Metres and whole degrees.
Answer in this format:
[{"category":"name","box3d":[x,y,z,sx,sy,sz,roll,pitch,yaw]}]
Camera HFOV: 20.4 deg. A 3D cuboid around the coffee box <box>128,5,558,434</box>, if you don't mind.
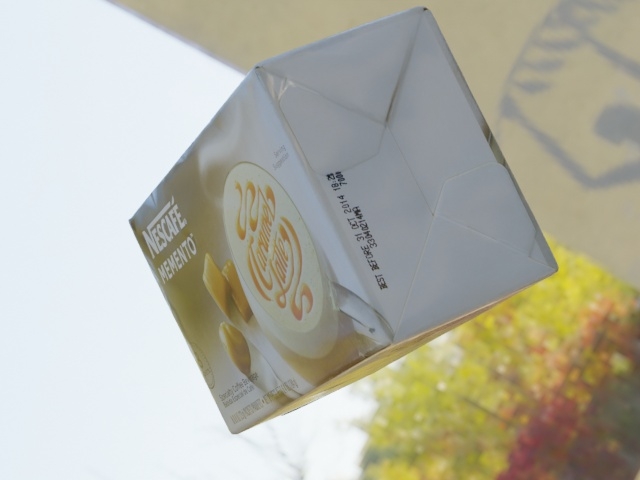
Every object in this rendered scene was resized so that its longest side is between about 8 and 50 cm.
[{"category":"coffee box","box3d":[0.000,0.000,0.896,0.098,0.141,0.246,-23,-6,-24]}]
